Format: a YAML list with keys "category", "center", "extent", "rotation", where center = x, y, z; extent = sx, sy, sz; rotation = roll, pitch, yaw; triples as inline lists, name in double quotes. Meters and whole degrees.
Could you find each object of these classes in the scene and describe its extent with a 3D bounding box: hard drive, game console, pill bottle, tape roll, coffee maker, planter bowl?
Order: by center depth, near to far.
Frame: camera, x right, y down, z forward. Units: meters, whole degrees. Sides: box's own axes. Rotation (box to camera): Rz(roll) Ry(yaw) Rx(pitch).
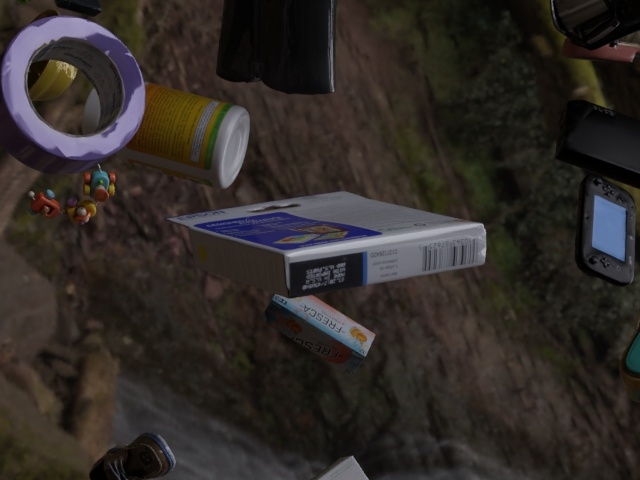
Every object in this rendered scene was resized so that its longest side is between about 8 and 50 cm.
- category: "tape roll"
  center: [-0.324, -0.183, 1.434]
  extent: [0.080, 0.189, 0.189]
  rotation: [-19, -89, 57]
- category: "hard drive"
  center: [-0.385, -0.406, 1.696]
  extent: [0.094, 0.022, 0.135]
  rotation: [-1, 65, -65]
- category: "coffee maker"
  center: [0.469, -0.373, 1.727]
  extent: [0.178, 0.171, 0.120]
  rotation: [-16, -94, 44]
- category: "pill bottle"
  center: [-0.249, -0.177, 1.811]
  extent: [0.136, 0.245, 0.136]
  rotation: [16, 90, -80]
- category: "game console"
  center: [0.492, -0.075, 1.875]
  extent: [0.044, 0.213, 0.361]
  rotation: [116, -10, -53]
- category: "planter bowl"
  center: [-0.558, -0.355, 2.302]
  extent: [0.090, 0.217, 0.217]
  rotation: [29, 20, -36]

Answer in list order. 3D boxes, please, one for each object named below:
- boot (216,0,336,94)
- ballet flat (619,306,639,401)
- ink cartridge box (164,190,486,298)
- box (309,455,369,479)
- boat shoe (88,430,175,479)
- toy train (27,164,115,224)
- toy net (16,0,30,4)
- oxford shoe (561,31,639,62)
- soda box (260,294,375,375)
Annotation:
- category: "boot"
  center: [0.004, -0.432, 1.672]
  extent: [0.367, 0.146, 0.445]
  rotation: [23, -69, 43]
- category: "ballet flat"
  center: [0.464, 0.124, 1.535]
  extent: [0.080, 0.232, 0.073]
  rotation: [19, -39, 32]
- category: "ink cartridge box"
  center: [0.000, 0.000, 1.470]
  extent: [0.307, 0.303, 0.072]
  rotation: [12, -71, 55]
- category: "box"
  center: [0.030, 0.417, 1.817]
  extent: [0.102, 0.101, 0.087]
  rotation: [57, -18, 3]
- category: "boat shoe"
  center: [-0.264, 0.316, 1.569]
  extent: [0.183, 0.066, 0.066]
  rotation: [-31, -89, 52]
- category: "toy train"
  center: [-0.464, -0.082, 2.126]
  extent: [0.125, 0.166, 0.046]
  rotation: [40, 16, -40]
- category: "toy net"
  center: [-0.549, -0.521, 1.935]
  extent: [0.122, 0.045, 0.232]
  rotation: [2, -52, 57]
- category: "oxford shoe"
  center: [0.575, -0.377, 1.973]
  extent: [0.123, 0.348, 0.130]
  rotation: [17, -72, 54]
- category: "soda box"
  center: [-0.004, 0.145, 1.879]
  extent: [0.058, 0.183, 0.063]
  rotation: [-59, 180, 41]
